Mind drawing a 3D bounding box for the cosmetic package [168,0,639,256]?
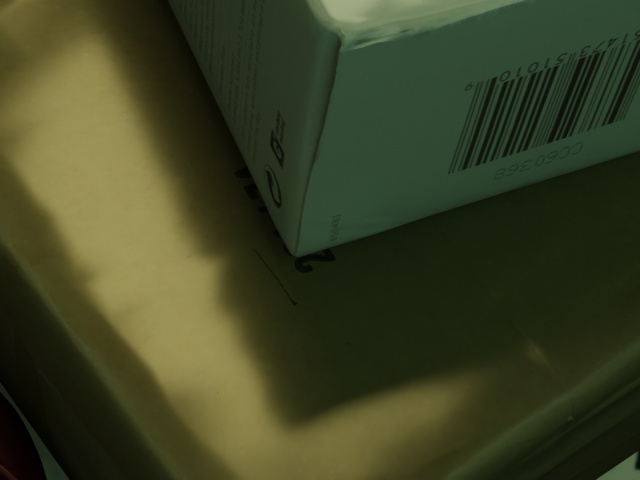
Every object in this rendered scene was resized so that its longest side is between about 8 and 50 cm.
[{"bbox_3d":[0.015,-0.207,0.749,0.217,0.156,0.385,-19,63,-18],"label":"cosmetic package"}]

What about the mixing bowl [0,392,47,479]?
[{"bbox_3d":[-0.205,0.119,0.822,0.181,0.098,0.181,2,123,2],"label":"mixing bowl"}]

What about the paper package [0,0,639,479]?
[{"bbox_3d":[0.000,0.000,0.811,0.309,0.168,0.325,-31,66,-22],"label":"paper package"}]
